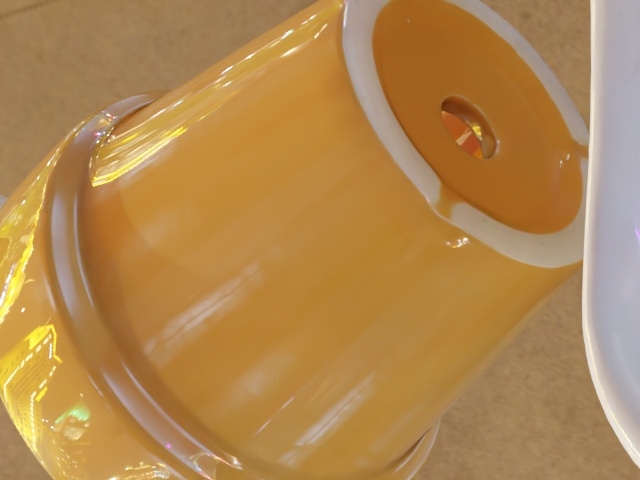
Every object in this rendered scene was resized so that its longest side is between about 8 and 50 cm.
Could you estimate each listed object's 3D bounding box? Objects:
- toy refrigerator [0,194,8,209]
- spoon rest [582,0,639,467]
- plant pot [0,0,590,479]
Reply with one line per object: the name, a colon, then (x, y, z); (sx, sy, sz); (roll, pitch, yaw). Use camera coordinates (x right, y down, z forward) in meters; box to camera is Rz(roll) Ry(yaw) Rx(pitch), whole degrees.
toy refrigerator: (-0.239, 0.012, 0.769); (0.102, 0.269, 0.094); (24, 97, 61)
spoon rest: (0.118, -0.020, 0.379); (0.084, 0.137, 0.276); (-25, 36, 27)
plant pot: (0.000, 0.000, 0.516); (0.188, 0.205, 0.205); (-40, 50, 39)
